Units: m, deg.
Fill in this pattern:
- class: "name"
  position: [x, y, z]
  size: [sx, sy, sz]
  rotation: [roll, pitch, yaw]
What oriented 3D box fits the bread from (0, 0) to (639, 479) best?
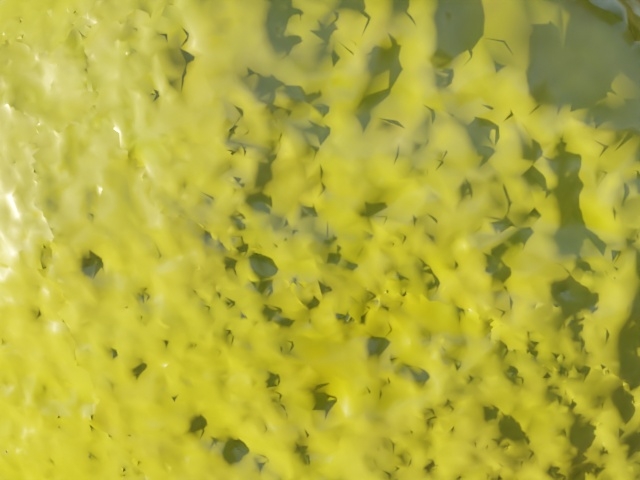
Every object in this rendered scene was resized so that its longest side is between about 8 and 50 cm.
- class: "bread"
  position: [0.000, 0.000, 0.781]
  size: [0.348, 0.348, 0.308]
  rotation: [-15, 18, 9]
